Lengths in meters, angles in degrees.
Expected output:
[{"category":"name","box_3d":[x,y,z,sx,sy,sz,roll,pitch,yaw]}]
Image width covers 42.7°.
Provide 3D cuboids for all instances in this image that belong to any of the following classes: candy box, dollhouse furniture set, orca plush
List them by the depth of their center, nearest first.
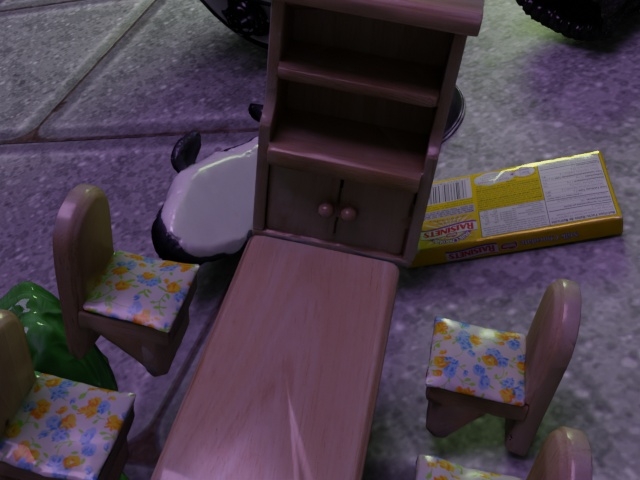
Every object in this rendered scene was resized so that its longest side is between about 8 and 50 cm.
[{"category":"dollhouse furniture set","box_3d":[0.000,0.000,0.583,0.362,0.256,0.394,11,41,5]},{"category":"candy box","box_3d":[0.182,-0.031,0.810,0.205,0.027,0.105,-10,43,14]},{"category":"orca plush","box_3d":[-0.117,-0.057,0.922,0.102,0.151,0.287,-33,30,39]}]

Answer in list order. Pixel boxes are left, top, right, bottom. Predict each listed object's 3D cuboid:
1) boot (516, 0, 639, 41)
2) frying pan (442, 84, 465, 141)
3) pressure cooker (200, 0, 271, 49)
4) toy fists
[{"category":"boot","box_3d":[0.425,-0.335,0.972,0.260,0.131,0.348,-31,28,-24]},{"category":"frying pan","box_3d":[0.063,-0.201,1.055,0.197,0.053,0.326,-20,41,-1]},{"category":"pressure cooker","box_3d":[-0.024,-0.476,1.168,0.420,0.375,0.370,-48,21,-29]},{"category":"toy fists","box_3d":[-0.240,0.145,0.701,0.096,0.142,0.279,-23,38,-3]}]
